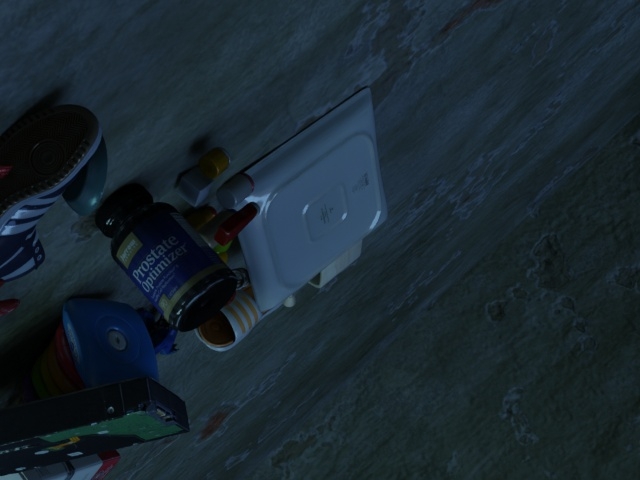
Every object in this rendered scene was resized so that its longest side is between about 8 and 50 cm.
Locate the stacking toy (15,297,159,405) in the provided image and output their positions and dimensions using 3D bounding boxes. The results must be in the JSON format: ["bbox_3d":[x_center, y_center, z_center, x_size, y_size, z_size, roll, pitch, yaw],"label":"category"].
[{"bbox_3d":[-0.433,0.237,1.956,0.302,0.175,0.165,-36,153,31],"label":"stacking toy"}]

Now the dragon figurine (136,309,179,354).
[{"bbox_3d":[-0.324,0.185,2.117,0.289,0.085,0.144,-39,160,-29],"label":"dragon figurine"}]

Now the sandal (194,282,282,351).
[{"bbox_3d":[-0.153,0.123,2.344,0.265,0.102,0.076,-38,162,-44],"label":"sandal"}]

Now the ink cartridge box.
[{"bbox_3d":[-0.548,0.464,2.223,0.197,0.114,0.273,-49,162,19],"label":"ink cartridge box"}]

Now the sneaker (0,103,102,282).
[{"bbox_3d":[-0.372,-0.053,1.481,0.282,0.099,0.153,-43,163,2],"label":"sneaker"}]

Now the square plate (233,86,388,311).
[{"bbox_3d":[-0.004,-0.063,2.144,0.344,0.049,0.347,-37,142,-21],"label":"square plate"}]

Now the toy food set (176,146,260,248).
[{"bbox_3d":[-0.161,-0.067,1.882,0.104,0.111,0.232,-43,165,-43],"label":"toy food set"}]

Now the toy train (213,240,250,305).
[{"bbox_3d":[-0.187,0.036,2.085,0.248,0.105,0.143,-24,140,-46],"label":"toy train"}]

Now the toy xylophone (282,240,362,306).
[{"bbox_3d":[0.000,0.000,2.357,0.236,0.081,0.323,-35,155,-30],"label":"toy xylophone"}]

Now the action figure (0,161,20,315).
[{"bbox_3d":[-0.394,-0.057,1.322,0.139,0.091,0.280,-34,129,-19],"label":"action figure"}]

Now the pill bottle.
[{"bbox_3d":[-0.236,0.022,1.734,0.123,0.219,0.123,-39,161,-16],"label":"pill bottle"}]

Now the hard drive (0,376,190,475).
[{"bbox_3d":[-0.400,0.299,1.849,0.339,0.064,0.237,-13,161,5],"label":"hard drive"}]

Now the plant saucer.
[{"bbox_3d":[-0.313,-0.092,1.503,0.021,0.119,0.119,3,134,-38],"label":"plant saucer"}]
